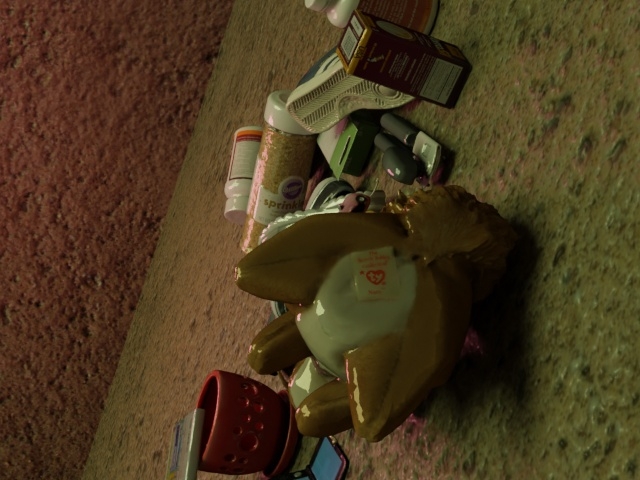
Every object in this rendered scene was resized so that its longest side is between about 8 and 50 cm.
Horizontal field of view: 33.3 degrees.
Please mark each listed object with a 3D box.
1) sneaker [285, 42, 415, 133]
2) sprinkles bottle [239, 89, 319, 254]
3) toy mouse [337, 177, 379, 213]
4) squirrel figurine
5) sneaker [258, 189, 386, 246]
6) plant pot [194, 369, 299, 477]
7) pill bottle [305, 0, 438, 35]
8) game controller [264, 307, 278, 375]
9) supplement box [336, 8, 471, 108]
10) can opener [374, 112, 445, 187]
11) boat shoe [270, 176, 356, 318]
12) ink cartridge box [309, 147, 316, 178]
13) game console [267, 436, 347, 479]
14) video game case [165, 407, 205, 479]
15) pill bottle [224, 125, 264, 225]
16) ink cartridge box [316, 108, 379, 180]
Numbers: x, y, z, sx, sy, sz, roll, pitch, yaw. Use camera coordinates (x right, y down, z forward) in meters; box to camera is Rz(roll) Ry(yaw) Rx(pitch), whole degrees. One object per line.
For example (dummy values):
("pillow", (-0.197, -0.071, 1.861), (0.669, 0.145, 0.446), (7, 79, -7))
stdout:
("sneaker", (0.079, -0.311, 1.926), (0.350, 0.131, 0.148), (-12, 43, 47))
("sprinkles bottle", (-0.082, -0.130, 2.230), (0.121, 0.121, 0.355), (-107, 26, -58))
("toy mouse", (0.031, -0.018, 1.528), (0.031, 0.143, 0.161), (36, 121, 25))
("squirrel figurine", (0.095, 0.108, 1.458), (0.397, 0.281, 0.370), (-42, -21, -18))
("sneaker", (0.000, 0.000, 1.883), (0.281, 0.105, 0.115), (-20, 78, 40))
("plant pot", (-0.143, 0.353, 2.027), (0.191, 0.174, 0.191), (-165, 90, -71))
("pill bottle", (0.088, -0.423, 1.895), (0.121, 0.216, 0.121), (-165, 90, -71))
("game controller", (-0.057, 0.111, 2.163), (0.166, 0.067, 0.319), (-74, 2, -81))
("supplement box", (0.131, -0.290, 1.708), (0.104, 0.188, 0.080), (-108, 38, -58))
("can opener", (0.136, -0.156, 1.766), (0.280, 0.093, 0.074), (-116, 43, -70))
("boat shoe", (-0.006, 0.030, 2.010), (0.301, 0.108, 0.102), (-65, 18, 8))
("ink cartridge box", (-0.039, -0.236, 2.391), (0.224, 0.045, 0.223), (161, 121, -67))
("game console", (-0.025, 0.393, 1.805), (0.144, 0.124, 0.085), (-136, 37, -70))
("video game case", (-0.261, 0.436, 2.008), (0.193, 0.023, 0.212), (137, 142, -62))
("pill bottle", (-0.165, -0.154, 2.576), (0.121, 0.121, 0.221), (143, 139, -61))
("ink cartridge box", (0.056, -0.194, 2.053), (0.209, 0.062, 0.109), (-113, 42, -61))
